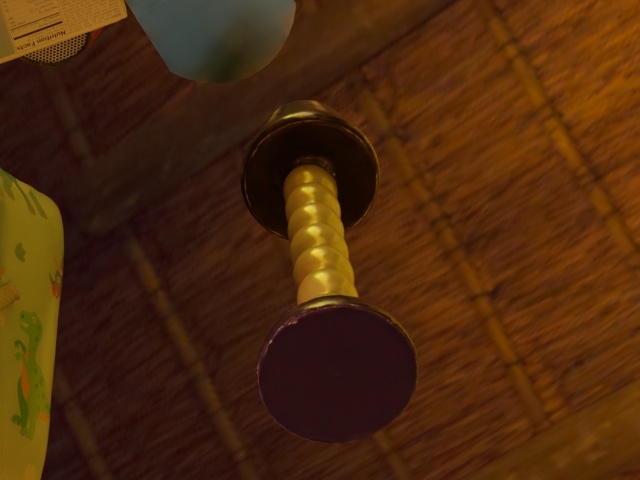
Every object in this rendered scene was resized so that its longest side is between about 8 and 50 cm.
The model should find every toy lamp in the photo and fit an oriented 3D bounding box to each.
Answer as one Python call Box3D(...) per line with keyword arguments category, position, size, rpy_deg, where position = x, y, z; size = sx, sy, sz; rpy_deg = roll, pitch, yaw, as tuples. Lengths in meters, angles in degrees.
Box3D(category="toy lamp", position=(0.000, 0.000, 0.810), size=(0.080, 0.080, 0.274), rpy_deg=(11, -154, -10))

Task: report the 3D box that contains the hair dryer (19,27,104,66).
Box3D(category="hair dryer", position=(-0.211, -0.185, 0.893), size=(0.223, 0.080, 0.293), rpy_deg=(49, -148, -5))

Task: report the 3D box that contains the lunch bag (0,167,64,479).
Box3D(category="lunch bag", position=(-0.218, 0.050, 0.678), size=(0.219, 0.090, 0.176), rpy_deg=(-7, -116, 21))

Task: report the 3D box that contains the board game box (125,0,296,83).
Box3D(category="board game box", position=(-0.090, -0.206, 1.254), size=(0.168, 0.133, 0.033), rpy_deg=(57, -145, -9))

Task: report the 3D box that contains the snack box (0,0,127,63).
Box3D(category="snack box", position=(-0.185, -0.107, 0.769), size=(0.178, 0.064, 0.022), rpy_deg=(-22, -142, -12))
